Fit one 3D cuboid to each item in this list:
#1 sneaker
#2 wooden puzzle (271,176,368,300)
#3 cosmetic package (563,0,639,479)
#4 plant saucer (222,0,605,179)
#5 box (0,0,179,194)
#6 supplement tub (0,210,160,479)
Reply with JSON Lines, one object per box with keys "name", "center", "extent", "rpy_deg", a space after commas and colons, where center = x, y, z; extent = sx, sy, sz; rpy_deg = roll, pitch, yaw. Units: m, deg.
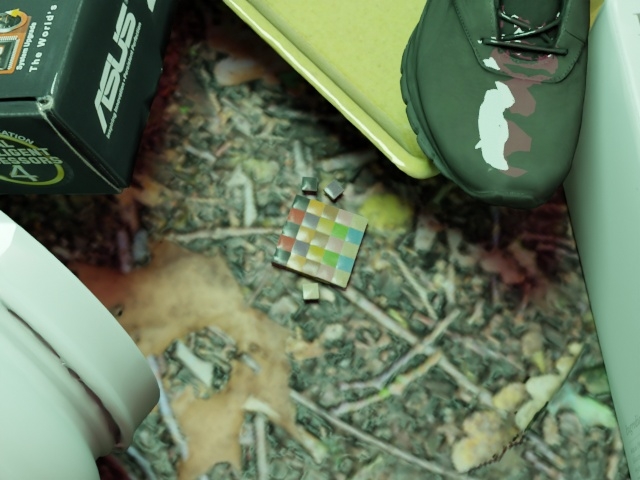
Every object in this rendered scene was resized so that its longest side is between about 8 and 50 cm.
{"name": "sneaker", "center": [0.111, -0.159, 0.768], "extent": [0.109, 0.130, 0.286], "rpy_deg": [5, 69, -7]}
{"name": "wooden puzzle", "center": [0.000, 0.000, 0.841], "extent": [0.049, 0.006, 0.083], "rpy_deg": [19, 67, 1]}
{"name": "cosmetic package", "center": [0.284, 0.048, 0.777], "extent": [0.217, 0.156, 0.385], "rpy_deg": [-8, 70, -8]}
{"name": "plant saucer", "center": [0.055, -0.234, 0.904], "extent": [0.333, 0.081, 0.333], "rpy_deg": [-42, 79, -20]}
{"name": "box", "center": [-0.219, -0.216, 0.790], "extent": [0.318, 0.097, 0.395], "rpy_deg": [1, 64, 24]}
{"name": "supplement tub", "center": [-0.254, 0.136, 0.631], "extent": [0.235, 0.235, 0.325], "rpy_deg": [36, 68, 8]}
